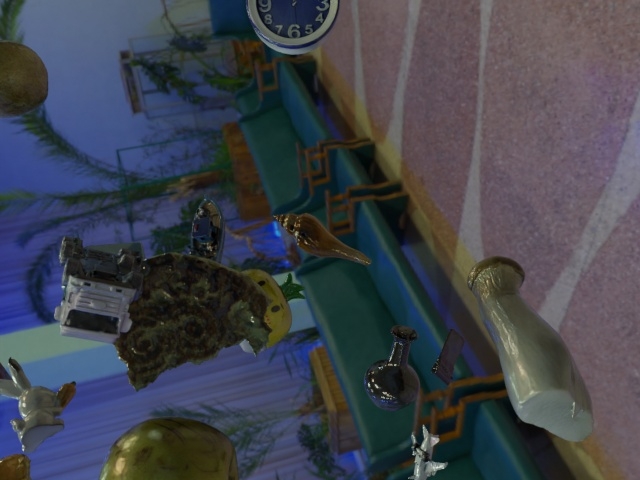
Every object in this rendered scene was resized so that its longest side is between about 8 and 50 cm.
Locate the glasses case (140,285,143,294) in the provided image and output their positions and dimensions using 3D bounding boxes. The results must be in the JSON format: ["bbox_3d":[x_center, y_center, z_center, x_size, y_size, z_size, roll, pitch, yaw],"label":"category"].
[{"bbox_3d":[-0.344,0.061,1.097,0.083,0.023,0.033,54,180,-20],"label":"glasses case"}]

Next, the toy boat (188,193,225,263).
[{"bbox_3d":[-0.315,-0.027,1.683,0.097,0.100,0.223,57,-154,-58],"label":"toy boat"}]

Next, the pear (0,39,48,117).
[{"bbox_3d":[-0.880,-0.444,1.725,0.228,0.211,0.188,-43,61,25],"label":"pear"}]

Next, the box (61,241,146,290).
[{"bbox_3d":[-0.609,0.080,1.749,0.162,0.226,0.130,-12,87,44],"label":"box"}]

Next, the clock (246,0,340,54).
[{"bbox_3d":[-0.066,-0.583,1.526,0.083,0.230,0.231,0,-102,-88],"label":"clock"}]

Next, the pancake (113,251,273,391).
[{"bbox_3d":[-0.321,0.169,1.448,0.305,0.426,0.067,70,154,16],"label":"pancake"}]

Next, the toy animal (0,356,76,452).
[{"bbox_3d":[-0.605,0.335,1.303,0.127,0.131,0.182,46,-176,-45],"label":"toy animal"}]

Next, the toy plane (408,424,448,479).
[{"bbox_3d":[0.293,0.619,1.744,0.162,0.065,0.171,32,106,60],"label":"toy plane"}]

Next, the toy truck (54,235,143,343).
[{"bbox_3d":[-0.313,0.072,0.855,0.216,0.110,0.116,29,104,65],"label":"toy truck"}]

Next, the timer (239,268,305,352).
[{"bbox_3d":[-0.174,0.200,1.969,0.285,0.284,0.286,168,90,-79],"label":"timer"}]

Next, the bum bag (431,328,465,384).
[{"bbox_3d":[0.404,0.362,1.919,0.026,0.160,0.109,12,159,45],"label":"bum bag"}]

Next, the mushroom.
[{"bbox_3d":[0.349,0.172,1.057,0.329,0.122,0.159,-102,-15,-46],"label":"mushroom"}]

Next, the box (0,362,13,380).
[{"bbox_3d":[-0.994,0.413,1.862,0.111,0.060,0.156,60,165,-11],"label":"box"}]

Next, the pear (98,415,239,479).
[{"bbox_3d":[-0.288,0.472,1.187,0.283,0.283,0.284,168,90,-79],"label":"pear"}]

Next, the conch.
[{"bbox_3d":[-0.001,0.000,1.851,0.109,0.330,0.093,-63,-14,6],"label":"conch"}]

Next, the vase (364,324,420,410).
[{"bbox_3d":[0.160,0.265,1.294,0.120,0.120,0.183,-122,39,-60],"label":"vase"}]

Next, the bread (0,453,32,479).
[{"bbox_3d":[-0.699,0.505,1.049,0.165,0.375,0.237,144,120,-65],"label":"bread"}]
